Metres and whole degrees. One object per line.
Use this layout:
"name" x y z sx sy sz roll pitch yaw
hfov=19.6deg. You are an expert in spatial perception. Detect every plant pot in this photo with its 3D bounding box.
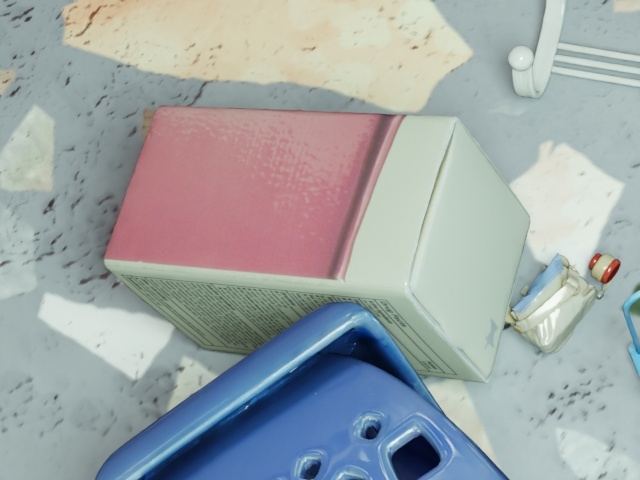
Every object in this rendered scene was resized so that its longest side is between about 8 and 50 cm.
"plant pot" 0.009 0.189 1.125 0.236 0.236 0.212 -35 55 1

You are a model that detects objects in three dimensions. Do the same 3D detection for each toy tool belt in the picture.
"toy tool belt" 0.158 0.032 1.250 0.051 0.052 0.083 36 80 19

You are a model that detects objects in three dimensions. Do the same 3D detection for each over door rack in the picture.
"over door rack" 0.284 -0.237 1.304 0.239 0.108 0.324 12 70 21

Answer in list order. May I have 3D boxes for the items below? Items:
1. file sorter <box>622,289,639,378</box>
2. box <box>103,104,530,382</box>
"file sorter" 0.271 0.102 1.151 0.118 0.104 0.170 -21 61 6
"box" 0.000 0.000 1.237 0.232 0.148 0.127 4 66 29
